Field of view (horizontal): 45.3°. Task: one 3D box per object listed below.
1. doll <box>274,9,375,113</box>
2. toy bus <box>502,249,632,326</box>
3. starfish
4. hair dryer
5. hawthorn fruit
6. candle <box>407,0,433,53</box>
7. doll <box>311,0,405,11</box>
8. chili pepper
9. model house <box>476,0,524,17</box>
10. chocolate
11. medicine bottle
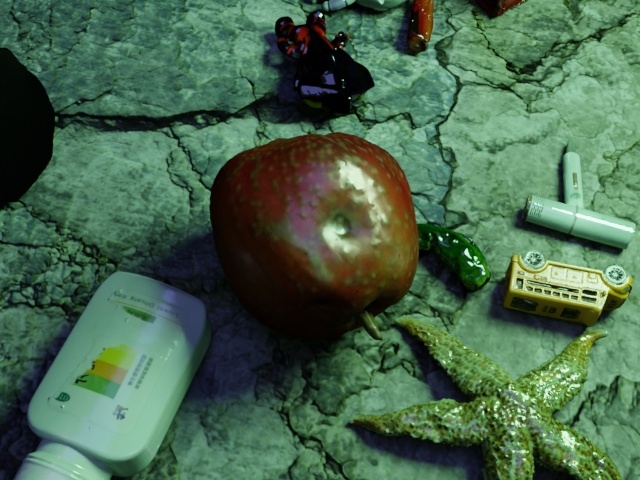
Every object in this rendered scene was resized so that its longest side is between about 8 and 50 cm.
[{"bbox_3d":[0.006,-0.287,1.255,0.127,0.088,0.248,-34,53,5],"label":"doll"},{"bbox_3d":[0.334,0.069,1.039,0.162,0.069,0.074,11,61,9],"label":"toy bus"},{"bbox_3d":[0.218,0.234,0.945,0.358,0.078,0.347,-6,62,-3],"label":"starfish"},{"bbox_3d":[0.396,-0.082,1.148,0.155,0.044,0.183,18,58,9],"label":"hair dryer"},{"bbox_3d":[0.000,0.000,0.970,0.275,0.275,0.299,-24,69,-13],"label":"hawthorn fruit"},{"bbox_3d":[0.172,-0.388,1.335,0.048,0.053,0.162,-24,42,39],"label":"candle"},{"bbox_3d":[0.094,-0.447,1.346,0.227,0.075,0.102,0,60,14],"label":"doll"},{"bbox_3d":[0.158,0.010,1.089,0.182,0.050,0.073,20,70,15],"label":"chili pepper"},{"bbox_3d":[0.368,-0.546,1.335,0.254,0.196,0.160,-31,62,-17],"label":"model house"},{"bbox_3d":[-0.536,-0.176,1.148,0.177,0.206,0.224,7,94,25],"label":"chocolate"},{"bbox_3d":[-0.260,0.191,0.952,0.161,0.111,0.296,19,62,12],"label":"medicine bottle"}]
